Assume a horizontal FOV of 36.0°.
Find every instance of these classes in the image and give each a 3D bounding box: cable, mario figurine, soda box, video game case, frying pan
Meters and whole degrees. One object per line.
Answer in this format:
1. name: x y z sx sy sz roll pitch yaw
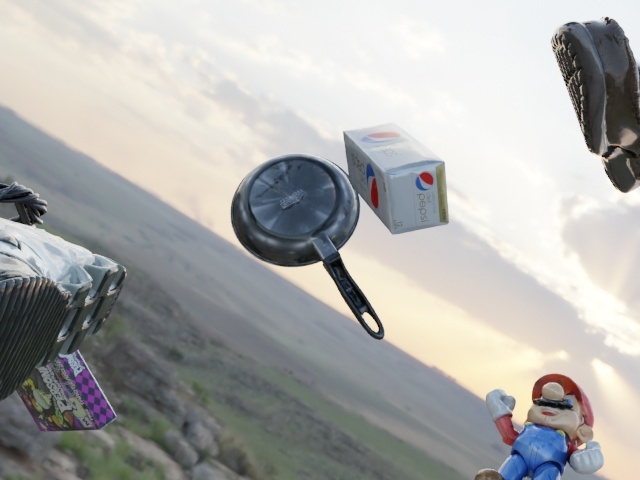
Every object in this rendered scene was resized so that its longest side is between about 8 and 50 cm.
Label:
1. cable: -0.467 -0.032 1.413 0.150 0.047 0.184 4 -25 -38
2. mario figurine: 0.371 0.322 1.668 0.198 0.170 0.320 38 39 6
3. soda box: 0.084 -0.077 1.137 0.069 0.074 0.216 -11 20 -7
4. video game case: -0.442 0.198 1.566 0.210 0.042 0.232 -13 -72 48
5. frying pan: -0.030 0.003 1.441 0.197 0.326 0.053 -9 -29 0

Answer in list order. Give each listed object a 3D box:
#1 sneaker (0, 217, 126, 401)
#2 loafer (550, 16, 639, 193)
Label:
1. sneaker: -0.284 0.044 0.822 0.146 0.122 0.330 30 4 2
2. loafer: 0.350 -0.160 1.086 0.366 0.130 0.134 22 51 -64
